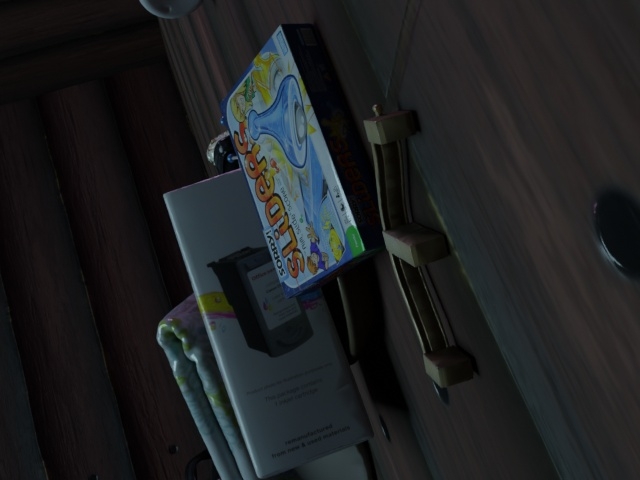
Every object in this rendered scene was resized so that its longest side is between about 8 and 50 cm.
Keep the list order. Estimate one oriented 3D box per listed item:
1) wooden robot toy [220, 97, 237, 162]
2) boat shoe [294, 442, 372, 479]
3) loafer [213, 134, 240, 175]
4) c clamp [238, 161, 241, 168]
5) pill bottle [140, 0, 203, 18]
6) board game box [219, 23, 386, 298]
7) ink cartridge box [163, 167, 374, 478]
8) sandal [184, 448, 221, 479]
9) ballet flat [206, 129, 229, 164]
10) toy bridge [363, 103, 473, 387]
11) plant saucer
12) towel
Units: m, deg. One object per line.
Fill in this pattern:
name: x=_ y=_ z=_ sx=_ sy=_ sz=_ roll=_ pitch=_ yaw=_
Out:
wooden robot toy: x=-0.075 y=-0.111 z=0.885 sx=0.173 sy=0.076 sz=0.079 roll=94 pitch=157 yaw=-68
boat shoe: x=-0.008 y=0.241 z=1.128 sx=0.340 sy=0.127 sz=0.158 roll=63 pitch=-157 yaw=-17
loafer: x=-0.135 y=-0.108 z=1.265 sx=0.078 sy=0.076 sz=0.223 roll=62 pitch=172 yaw=25
c clamp: x=-0.085 y=-0.074 z=1.066 sx=0.161 sy=0.022 sz=0.137 roll=-9 pitch=93 yaw=62
pill bottle: x=-0.264 y=-0.472 z=1.172 sx=0.117 sy=0.117 sz=0.215 roll=85 pitch=163 yaw=-54
board game box: x=-0.019 y=-0.064 z=0.621 sx=0.136 sy=0.035 sz=0.201 roll=-36 pitch=70 yaw=53
ink cartridge box: x=-0.065 y=0.092 z=0.816 sx=0.226 sy=0.131 sz=0.306 roll=119 pitch=131 yaw=-78
sandal: x=-0.250 y=0.549 z=1.650 sx=0.446 sy=0.107 sz=0.167 roll=-175 pitch=67 yaw=-80
ballet flat: x=-0.180 y=-0.170 z=1.383 sx=0.241 sy=0.077 sz=0.091 roll=-165 pitch=58 yaw=-78
toy bridge: x=0.061 y=0.001 z=0.475 sx=0.063 sy=0.026 sz=0.188 roll=-139 pitch=32 yaw=-74
plant saucer: x=0.000 y=0.000 z=0.782 sx=0.278 sy=0.041 sz=0.277 roll=162 pitch=90 yaw=-80
towel: x=-0.103 y=0.226 z=1.194 sx=0.374 sy=0.090 sz=0.320 roll=69 pitch=-157 yaw=-13
